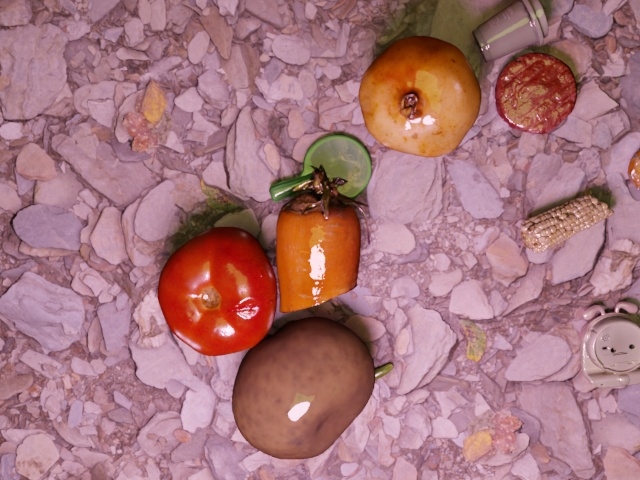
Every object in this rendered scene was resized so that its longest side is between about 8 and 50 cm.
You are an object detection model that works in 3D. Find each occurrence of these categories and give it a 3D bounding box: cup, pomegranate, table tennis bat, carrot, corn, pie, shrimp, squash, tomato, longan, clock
[{"bbox_3d":[0.411,-0.457,1.204,0.141,0.120,0.120,-25,94,16],"label":"cup"},{"bbox_3d":[0.209,-0.298,1.172,0.263,0.264,0.265,1,97,6],"label":"pomegranate"},{"bbox_3d":[-0.002,-0.154,1.322,0.256,0.039,0.161,-21,95,6],"label":"table tennis bat"},{"bbox_3d":[0.000,0.000,1.246,0.214,0.193,0.332,2,103,21],"label":"carrot"},{"bbox_3d":[0.554,-0.047,1.252,0.210,0.087,0.087,-29,93,6],"label":"corn"},{"bbox_3d":[0.483,-0.331,1.242,0.182,0.049,0.183,1,95,7],"label":"pie"},{"bbox_3d":[0.788,-0.169,1.236,0.187,0.052,0.133,-21,106,15],"label":"shrimp"},{"bbox_3d":[0.141,0.330,1.371,0.089,0.027,0.027,-23,94,7],"label":"squash"},{"bbox_3d":[-0.228,0.112,1.282,0.298,0.226,0.299,2,102,12],"label":"tomato"},{"bbox_3d":[-0.040,0.336,1.272,0.350,0.288,0.288,-39,92,4],"label":"longan"},{"bbox_3d":[0.685,0.241,1.284,0.151,0.062,0.191,-10,95,7],"label":"clock"}]
